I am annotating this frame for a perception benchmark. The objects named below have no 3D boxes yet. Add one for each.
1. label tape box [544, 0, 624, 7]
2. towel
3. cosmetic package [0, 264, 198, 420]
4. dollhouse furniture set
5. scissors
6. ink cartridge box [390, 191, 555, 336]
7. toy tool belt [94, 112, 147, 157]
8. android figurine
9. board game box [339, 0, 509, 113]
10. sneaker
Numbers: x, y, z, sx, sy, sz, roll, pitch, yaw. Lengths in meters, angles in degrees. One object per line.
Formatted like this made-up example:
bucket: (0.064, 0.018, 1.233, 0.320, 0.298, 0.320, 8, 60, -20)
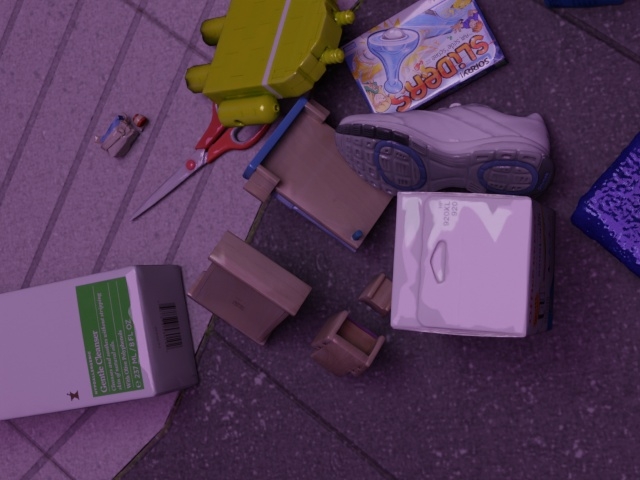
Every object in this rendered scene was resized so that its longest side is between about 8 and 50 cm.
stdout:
label tape box: (0.326, -0.494, 1.324, 0.115, 0.249, 0.347, 0, 87, 20)
towel: (0.502, -0.013, 1.338, 0.308, 0.076, 0.227, 42, 94, 17)
cosmetic package: (-0.389, 0.160, 1.600, 0.366, 0.155, 0.197, -13, 86, 18)
dollhouse furniture set: (0.000, 0.000, 1.517, 0.286, 0.198, 0.303, 35, 67, -3)
scissors: (-0.178, -0.120, 1.607, 0.109, 0.021, 0.297, 39, 99, 15)
ink cartridge box: (0.202, 0.033, 1.352, 0.168, 0.233, 0.171, 2, 88, 20)
toy tool belt: (-0.313, -0.173, 1.643, 0.051, 0.052, 0.083, 40, 100, 8)
android figurine: (-0.071, -0.278, 1.510, 0.273, 0.056, 0.248, -2, 65, 36)
board game box: (0.144, -0.261, 1.492, 0.201, 0.035, 0.136, -29, 78, 16)
sneaker: (0.168, -0.130, 1.431, 0.297, 0.129, 0.111, 9, 135, 8)
